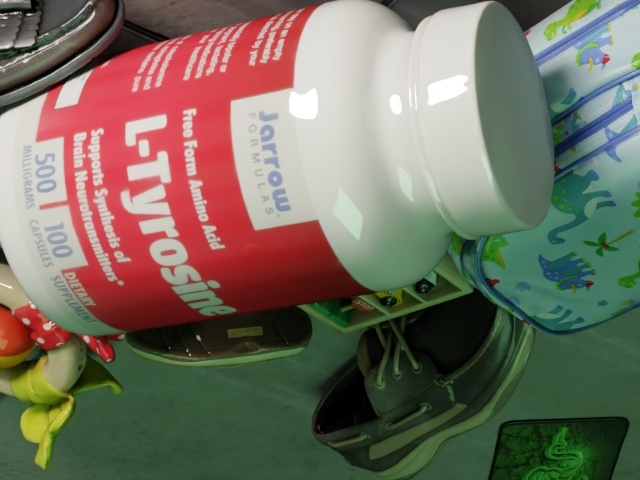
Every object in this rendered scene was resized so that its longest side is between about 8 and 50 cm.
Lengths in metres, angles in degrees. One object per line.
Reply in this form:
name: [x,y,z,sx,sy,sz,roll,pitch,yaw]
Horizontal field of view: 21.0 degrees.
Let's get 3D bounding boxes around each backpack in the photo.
backpack: [0.258,-0.081,1.447,0.355,0.273,0.290,-14,149,31]

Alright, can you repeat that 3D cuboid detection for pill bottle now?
pill bottle: [-0.036,-0.061,1.359,0.407,0.229,0.229,-10,143,25]

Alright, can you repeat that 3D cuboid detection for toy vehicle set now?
toy vehicle set: [0.000,0.000,1.633,0.166,0.035,0.267,-21,140,36]

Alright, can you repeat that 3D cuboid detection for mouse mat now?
mouse mat: [0.277,0.264,2.042,0.152,0.007,0.190,-2,142,-4]

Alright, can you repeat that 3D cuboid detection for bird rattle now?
bird rattle: [-0.286,0.097,1.672,0.206,0.143,0.253,21,144,7]

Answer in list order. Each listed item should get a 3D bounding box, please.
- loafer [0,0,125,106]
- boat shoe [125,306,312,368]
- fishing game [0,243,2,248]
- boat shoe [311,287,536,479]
loafer: [-0.307,-0.158,1.378,0.302,0.109,0.095,-16,136,17]
boat shoe: [-0.106,0.107,1.761,0.190,0.068,0.072,3,152,-10]
fishing game: [-0.280,-0.045,1.572,0.264,0.041,0.189,7,148,-24]
boat shoe: [0.099,0.136,1.764,0.130,0.132,0.355,13,137,-22]
